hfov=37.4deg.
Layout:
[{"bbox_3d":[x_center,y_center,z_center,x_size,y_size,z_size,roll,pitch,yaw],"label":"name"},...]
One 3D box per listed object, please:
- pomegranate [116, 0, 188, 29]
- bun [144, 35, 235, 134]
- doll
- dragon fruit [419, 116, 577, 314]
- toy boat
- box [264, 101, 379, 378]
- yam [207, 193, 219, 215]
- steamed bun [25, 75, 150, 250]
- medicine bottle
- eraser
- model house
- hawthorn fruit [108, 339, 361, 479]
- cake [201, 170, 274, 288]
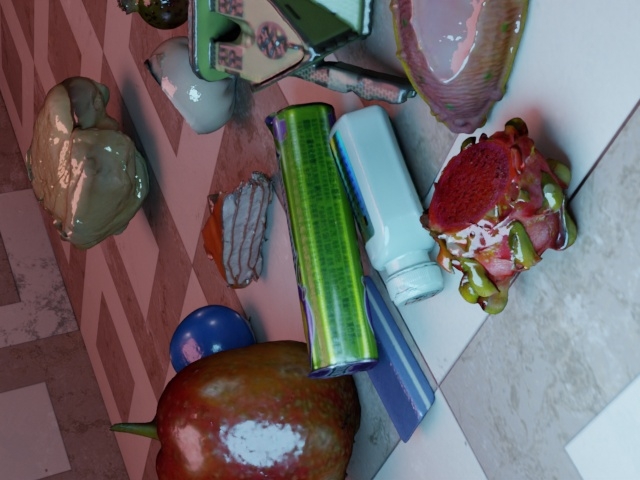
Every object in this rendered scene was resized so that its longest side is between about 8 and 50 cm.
[{"bbox_3d":[-0.285,-0.430,1.682,0.130,0.130,0.130,38,135,54],"label":"pomegranate"},{"bbox_3d":[-0.202,-0.267,1.582,0.173,0.119,0.173,55,-178,-2],"label":"bun"},{"bbox_3d":[-0.157,0.231,1.713,0.257,0.161,0.215,51,134,16],"label":"doll"},{"bbox_3d":[0.170,-0.012,0.922,0.133,0.149,0.208,-87,-4,-54],"label":"dragon fruit"},{"bbox_3d":[0.137,-0.249,0.919,0.140,0.099,0.318,9,116,19],"label":"toy boat"},{"bbox_3d":[0.000,0.000,1.233,0.134,0.097,0.346,94,167,-77],"label":"box"},{"bbox_3d":[-0.183,-0.016,1.765,0.032,0.032,0.146,-26,76,64],"label":"yam"},{"bbox_3d":[-0.523,-0.172,2.172,0.325,0.230,0.372,-53,53,43],"label":"steamed bun"},{"bbox_3d":[0.080,-0.037,1.130,0.121,0.083,0.229,96,157,-75],"label":"medicine bottle"},{"bbox_3d":[0.087,0.157,1.268,0.225,0.036,0.082,62,150,31],"label":"eraser"},{"bbox_3d":[0.006,-0.282,1.131,0.278,0.205,0.219,19,125,27],"label":"model house"},{"bbox_3d":[-0.122,0.284,1.381,0.285,0.368,0.285,-179,90,-82],"label":"hawthorn fruit"},{"bbox_3d":[-0.134,-0.018,1.591,0.287,0.098,0.135,114,138,-59],"label":"cake"}]
